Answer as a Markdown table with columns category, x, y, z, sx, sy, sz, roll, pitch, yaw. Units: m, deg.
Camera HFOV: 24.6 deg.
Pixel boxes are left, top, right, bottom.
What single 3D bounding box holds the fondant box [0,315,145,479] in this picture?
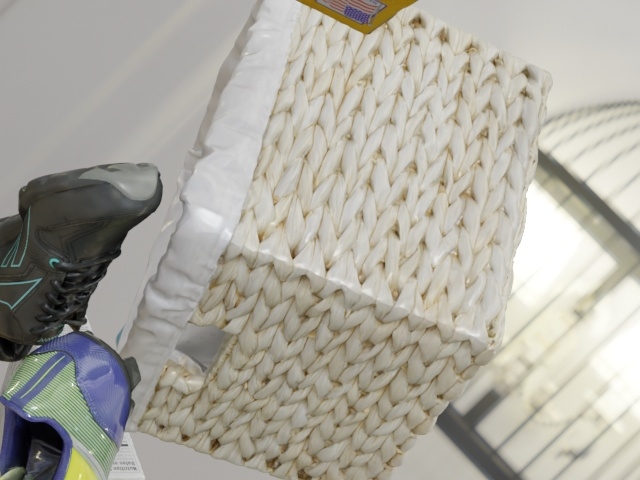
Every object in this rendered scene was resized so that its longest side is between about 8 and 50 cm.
| category | x | y | z | sx | sy | sz | roll | pitch | yaw |
| --- | --- | --- | --- | --- | --- | --- | --- | --- | --- |
| fondant box | -0.354 | 0.290 | 1.992 | 0.096 | 0.238 | 0.330 | 5 | 35 | -28 |

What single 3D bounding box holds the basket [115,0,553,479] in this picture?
| category | x | y | z | sx | sy | sz | roll | pitch | yaw |
| --- | --- | --- | --- | --- | --- | --- | --- | --- | --- |
| basket | 0.000 | 0.000 | 1.238 | 0.266 | 0.331 | 0.328 | 23 | -39 | -7 |

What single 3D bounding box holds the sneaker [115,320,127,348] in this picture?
| category | x | y | z | sx | sy | sz | roll | pitch | yaw |
| --- | --- | --- | --- | --- | --- | --- | --- | --- | --- |
| sneaker | -0.108 | 0.134 | 1.535 | 0.228 | 0.092 | 0.087 | 38 | 37 | -27 |

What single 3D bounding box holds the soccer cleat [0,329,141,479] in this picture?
| category | x | y | z | sx | sy | sz | roll | pitch | yaw |
| --- | --- | --- | --- | --- | --- | --- | --- | --- | --- |
| soccer cleat | -0.199 | 0.194 | 1.061 | 0.093 | 0.289 | 0.121 | 26 | 36 | 23 |

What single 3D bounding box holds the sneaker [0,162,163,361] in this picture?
| category | x | y | z | sx | sy | sz | roll | pitch | yaw |
| --- | --- | --- | --- | --- | --- | --- | --- | --- | --- |
| sneaker | -0.188 | 0.016 | 1.083 | 0.267 | 0.101 | 0.106 | -26 | -105 | 52 |

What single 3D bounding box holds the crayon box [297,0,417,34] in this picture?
| category | x | y | z | sx | sy | sz | roll | pitch | yaw |
| --- | --- | --- | --- | --- | --- | --- | --- | --- | --- |
| crayon box | 0.024 | -0.238 | 0.809 | 0.203 | 0.083 | 0.323 | 23 | -20 | -20 |
